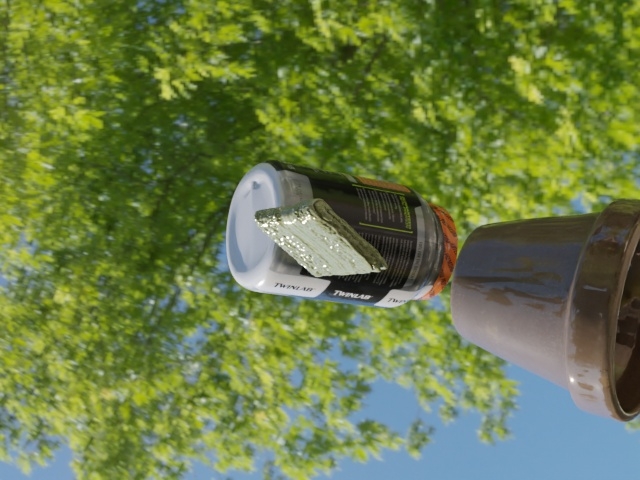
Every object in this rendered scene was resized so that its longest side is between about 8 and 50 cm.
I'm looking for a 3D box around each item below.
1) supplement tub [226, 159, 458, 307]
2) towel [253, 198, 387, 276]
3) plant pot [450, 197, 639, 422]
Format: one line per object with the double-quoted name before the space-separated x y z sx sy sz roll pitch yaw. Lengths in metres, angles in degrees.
"supplement tub" 0.035 -0.003 1.586 0.316 0.193 0.194 9 -90 -29
"towel" 0.000 0.000 1.258 0.148 0.110 0.027 40 -125 -38
"plant pot" 0.288 0.068 1.293 0.263 0.229 0.263 -24 -61 -53
